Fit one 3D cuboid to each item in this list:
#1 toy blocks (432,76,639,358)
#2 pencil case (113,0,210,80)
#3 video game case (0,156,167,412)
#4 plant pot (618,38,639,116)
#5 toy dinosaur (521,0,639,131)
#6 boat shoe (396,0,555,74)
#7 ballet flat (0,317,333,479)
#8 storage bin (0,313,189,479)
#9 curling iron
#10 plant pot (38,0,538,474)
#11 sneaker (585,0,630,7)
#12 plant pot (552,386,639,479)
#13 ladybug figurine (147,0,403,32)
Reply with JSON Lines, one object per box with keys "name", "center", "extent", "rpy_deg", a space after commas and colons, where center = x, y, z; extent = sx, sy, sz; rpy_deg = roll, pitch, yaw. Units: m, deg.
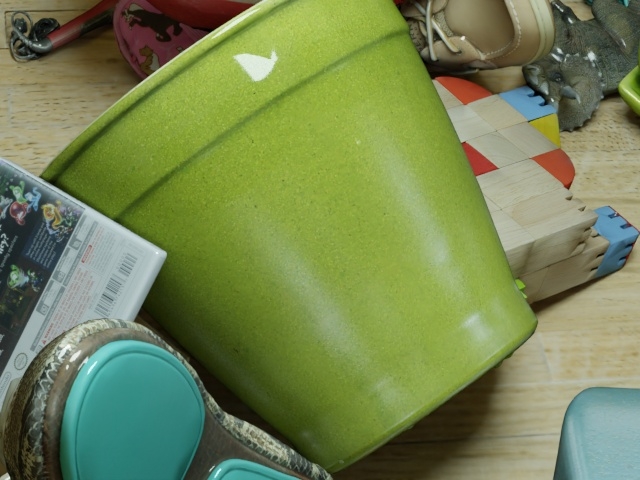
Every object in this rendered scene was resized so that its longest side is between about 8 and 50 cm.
{"name": "toy blocks", "center": [0.151, -0.068, 1.903], "extent": [0.261, 0.190, 0.381], "rpy_deg": [-19, 50, -42]}
{"name": "pencil case", "center": [-0.052, -0.297, 2.088], "extent": [0.167, 0.160, 0.386], "rpy_deg": [30, 49, 20]}
{"name": "video game case", "center": [-0.239, 0.053, 1.567], "extent": [0.173, 0.190, 0.022], "rpy_deg": [29, 6, 19]}
{"name": "plant pot", "center": [0.462, -0.190, 2.004], "extent": [0.227, 0.207, 0.228], "rpy_deg": [42, 54, 14]}
{"name": "toy dinosaur", "center": [0.301, -0.214, 2.110], "extent": [0.313, 0.121, 0.160], "rpy_deg": [-26, 67, -34]}
{"name": "boat shoe", "center": [0.143, -0.221, 1.977], "extent": [0.110, 0.341, 0.121], "rpy_deg": [-21, 94, -14]}
{"name": "ballet flat", "center": [-0.140, 0.172, 1.466], "extent": [0.182, 0.483, 0.164], "rpy_deg": [18, 77, 31]}
{"name": "storage bin", "center": [-0.302, 0.130, 1.671], "extent": [0.260, 0.123, 0.262], "rpy_deg": [38, 54, 25]}
{"name": "curling iron", "center": [-0.235, -0.271, 2.122], "extent": [0.274, 0.035, 0.068], "rpy_deg": [-32, 58, -31]}
{"name": "plant pot", "center": [0.000, 0.000, 1.668], "extent": [0.366, 0.366, 0.353], "rpy_deg": [-34, 87, -33]}
{"name": "sneaker", "center": [0.320, -0.312, 2.221], "extent": [0.166, 0.065, 0.076], "rpy_deg": [31, 54, 22]}
{"name": "plant pot", "center": [0.296, 0.251, 1.570], "extent": [0.248, 0.247, 0.252], "rpy_deg": [3, 29, -5]}
{"name": "ladybug figurine", "center": [-0.014, -0.321, 1.888], "extent": [0.449, 0.162, 0.305], "rpy_deg": [-17, 47, -20]}
